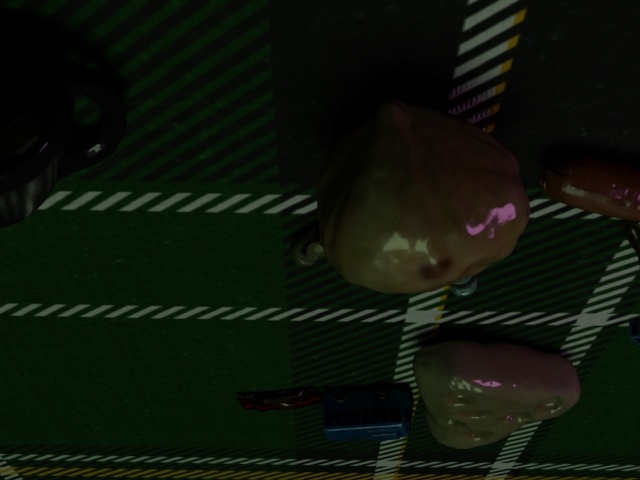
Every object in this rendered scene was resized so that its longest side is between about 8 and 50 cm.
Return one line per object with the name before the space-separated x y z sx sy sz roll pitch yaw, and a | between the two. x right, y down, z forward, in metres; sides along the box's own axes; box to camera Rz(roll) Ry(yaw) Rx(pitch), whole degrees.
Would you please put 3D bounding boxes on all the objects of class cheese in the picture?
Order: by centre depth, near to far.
cheese | 0.267 0.290 1.901 0.328 0.129 0.351 20 145 -35

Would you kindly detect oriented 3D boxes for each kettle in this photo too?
kettle | -0.375 -0.119 1.137 0.207 0.251 0.271 34 156 3

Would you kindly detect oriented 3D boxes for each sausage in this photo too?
sausage | 0.376 -0.068 1.288 0.197 0.076 0.076 12 150 -16

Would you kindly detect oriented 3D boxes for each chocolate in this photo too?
chocolate | -0.085 0.343 2.121 0.182 0.028 0.086 -5 149 14

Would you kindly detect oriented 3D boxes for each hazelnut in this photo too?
hazelnut | 0.104 -0.055 1.153 0.261 0.261 0.241 -1 127 3

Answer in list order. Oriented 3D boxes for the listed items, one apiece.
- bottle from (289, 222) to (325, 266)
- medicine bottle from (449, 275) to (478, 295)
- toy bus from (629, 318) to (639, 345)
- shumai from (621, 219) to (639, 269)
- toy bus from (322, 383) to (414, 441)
bottle | -0.001 0.001 1.456 0.047 0.063 0.101 43 135 -13
medicine bottle | 0.200 0.023 1.488 0.051 0.051 0.191 -7 151 15
toy bus | 0.579 0.168 1.757 0.046 0.038 0.083 -15 147 36
shumai | 0.538 0.047 1.375 0.184 0.185 0.218 -23 144 37
toy bus | 0.101 0.363 2.069 0.185 0.106 0.090 -6 149 13
